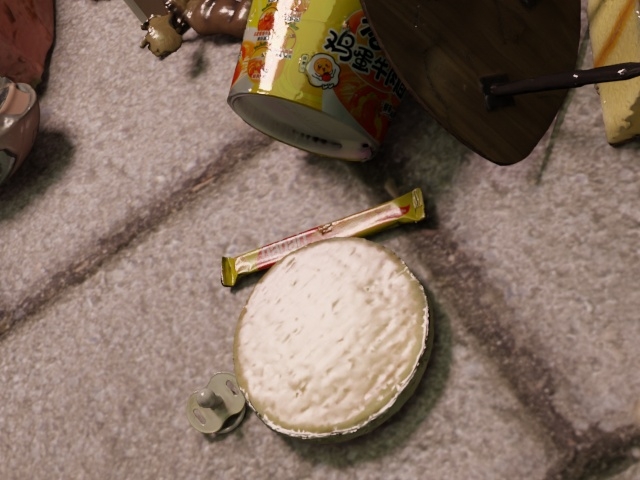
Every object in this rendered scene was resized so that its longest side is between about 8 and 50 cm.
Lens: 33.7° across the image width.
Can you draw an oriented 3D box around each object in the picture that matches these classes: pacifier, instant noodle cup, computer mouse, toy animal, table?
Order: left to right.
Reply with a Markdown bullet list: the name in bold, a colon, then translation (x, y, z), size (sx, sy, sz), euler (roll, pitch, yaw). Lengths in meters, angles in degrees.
- **computer mouse**: translation (-0.578, -0.128, 1.710), size (0.389, 0.115, 0.200), euler (-25, 35, 30)
- **toy animal**: translation (-0.175, -0.348, 1.617), size (0.214, 0.093, 0.186), euler (21, 82, 29)
- **pacifier**: translation (-0.129, 0.199, 1.281), size (0.083, 0.064, 0.068), euler (-40, 68, 3)
- **instant noodle cup**: translation (0.005, -0.232, 1.351), size (0.264, 0.264, 0.200), euler (13, 77, 35)
- **table**: translation (0.248, -0.296, 1.169), size (0.249, 0.317, 0.317), euler (-28, 38, 66)

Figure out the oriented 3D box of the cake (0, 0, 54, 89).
- **cake**: translation (-0.637, -0.394, 1.775), size (0.293, 0.314, 0.307), euler (-17, 53, 19)

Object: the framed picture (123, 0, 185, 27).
- **framed picture**: translation (-0.242, -0.445, 1.763), size (0.197, 0.014, 0.252), euler (-41, 50, 3)

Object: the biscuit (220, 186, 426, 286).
- **biscuit**: translation (0.000, 0.000, 1.350), size (0.291, 0.026, 0.048), euler (-20, 62, 20)

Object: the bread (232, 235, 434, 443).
- **bread**: translation (0.013, 0.118, 1.258), size (0.266, 0.040, 0.267), euler (-13, 57, 21)

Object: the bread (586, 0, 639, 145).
- **bread**: translation (0.426, -0.232, 1.241), size (0.178, 0.135, 0.240), euler (4, 58, -6)
